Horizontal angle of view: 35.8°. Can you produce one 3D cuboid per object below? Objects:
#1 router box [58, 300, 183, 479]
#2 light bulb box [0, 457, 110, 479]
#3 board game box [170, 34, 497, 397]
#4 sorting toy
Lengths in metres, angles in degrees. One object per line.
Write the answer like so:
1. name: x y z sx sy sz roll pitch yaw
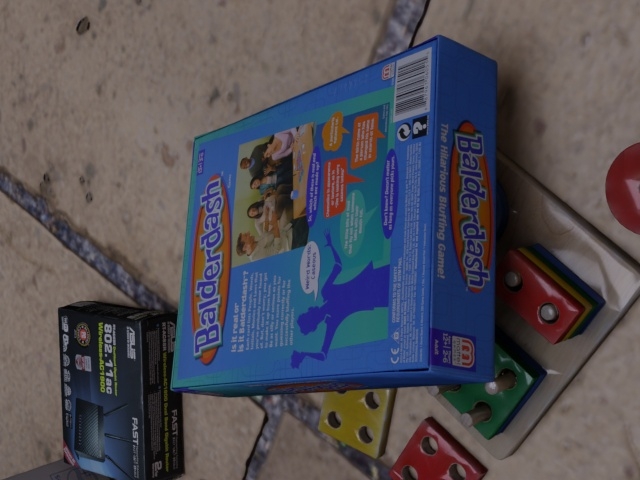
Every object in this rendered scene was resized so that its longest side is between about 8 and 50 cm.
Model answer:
1. router box: -0.145 0.108 0.715 0.092 0.038 0.122 3 98 38
2. light bulb box: -0.319 0.372 0.681 0.225 0.361 0.358 53 123 21
3. board game box: 0.000 0.000 0.531 0.210 0.047 0.160 -12 69 48
4. sorting toy: 0.073 0.036 0.528 0.132 0.046 0.274 45 121 26
